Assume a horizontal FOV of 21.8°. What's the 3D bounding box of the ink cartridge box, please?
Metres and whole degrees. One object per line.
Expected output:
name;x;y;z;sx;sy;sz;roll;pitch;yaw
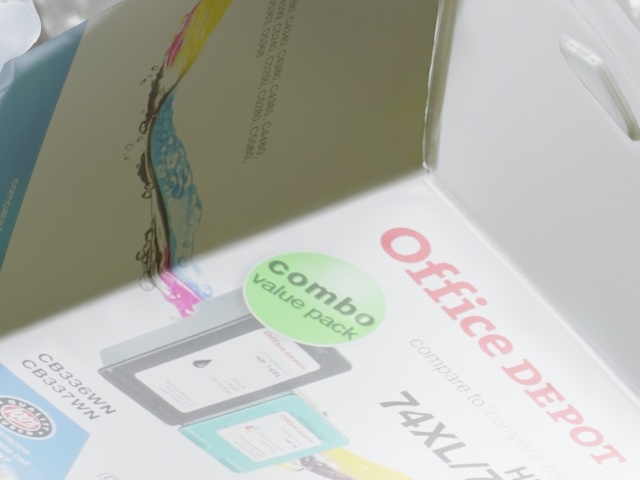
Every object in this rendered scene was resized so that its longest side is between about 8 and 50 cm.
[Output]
ink cartridge box;0.000;0.000;0.707;0.270;0.198;0.197;-22;-140;33

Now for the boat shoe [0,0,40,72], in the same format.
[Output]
boat shoe;-0.320;-0.196;1.480;0.113;0.105;0.306;-14;173;-15
